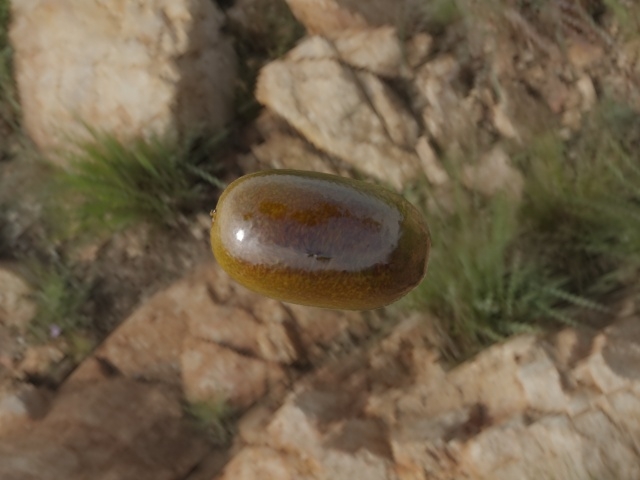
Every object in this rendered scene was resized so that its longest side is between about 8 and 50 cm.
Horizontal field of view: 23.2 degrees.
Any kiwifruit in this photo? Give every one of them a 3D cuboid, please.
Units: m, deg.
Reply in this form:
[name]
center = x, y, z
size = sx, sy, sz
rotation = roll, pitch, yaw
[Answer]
[kiwifruit]
center = 0.000, 0.000, 0.856
size = 0.124, 0.075, 0.075
rotation = 13, 58, -12
